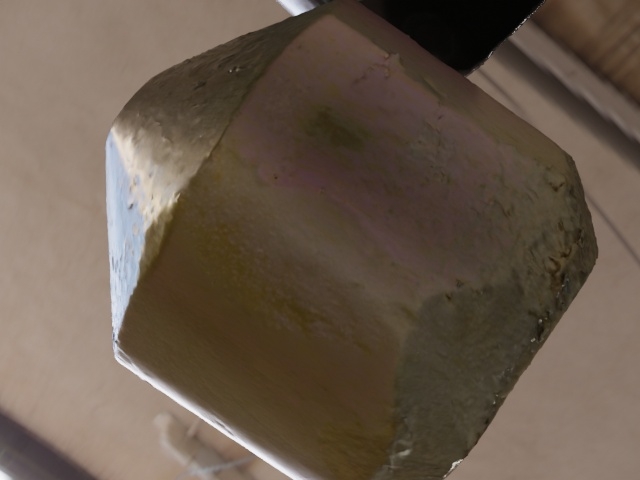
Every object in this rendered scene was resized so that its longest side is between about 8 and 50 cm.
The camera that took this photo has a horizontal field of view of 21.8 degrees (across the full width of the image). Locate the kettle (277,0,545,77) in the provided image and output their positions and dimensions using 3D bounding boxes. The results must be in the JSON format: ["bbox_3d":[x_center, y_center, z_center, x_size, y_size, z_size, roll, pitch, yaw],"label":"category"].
[{"bbox_3d":[-0.011,-0.221,0.597,0.308,0.262,0.203,40,-97,-11],"label":"kettle"}]

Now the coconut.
[{"bbox_3d":[0.000,0.000,0.541,0.153,0.147,0.147,37,-119,3],"label":"coconut"}]
